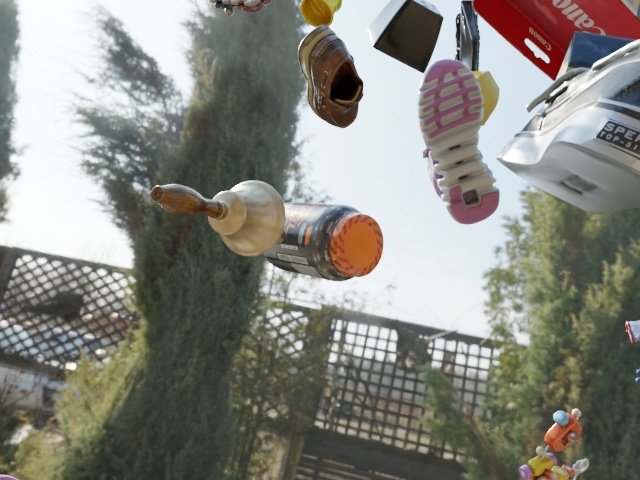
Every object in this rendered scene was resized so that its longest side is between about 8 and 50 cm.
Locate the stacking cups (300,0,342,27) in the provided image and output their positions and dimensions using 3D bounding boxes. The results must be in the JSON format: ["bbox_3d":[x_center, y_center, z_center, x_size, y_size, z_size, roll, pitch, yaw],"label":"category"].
[{"bbox_3d":[0.046,-0.713,1.437,0.096,0.316,0.096,18,-28,10],"label":"stacking cups"}]

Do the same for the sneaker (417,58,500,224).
[{"bbox_3d":[0.189,-0.143,0.780,0.095,0.236,0.104,-16,16,-1],"label":"sneaker"}]

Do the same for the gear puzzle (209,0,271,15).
[{"bbox_3d":[-0.110,-0.642,1.333,0.175,0.339,0.044,22,-38,35],"label":"gear puzzle"}]

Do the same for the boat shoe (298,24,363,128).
[{"bbox_3d":[0.021,-0.187,0.662,0.060,0.064,0.178,47,-4,21],"label":"boat shoe"}]

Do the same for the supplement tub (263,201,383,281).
[{"bbox_3d":[0.000,0.000,1.462,0.207,0.207,0.338,24,-11,-38],"label":"supplement tub"}]

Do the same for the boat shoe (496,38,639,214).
[{"bbox_3d":[0.227,-0.093,0.441,0.113,0.105,0.306,32,8,12],"label":"boat shoe"}]

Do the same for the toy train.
[{"bbox_3d":[0.358,0.328,0.769,0.166,0.125,0.046,57,-10,-31],"label":"toy train"}]

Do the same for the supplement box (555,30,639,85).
[{"bbox_3d":[0.331,-0.193,0.634,0.083,0.056,0.083,15,-28,14],"label":"supplement box"}]

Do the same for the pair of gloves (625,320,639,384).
[{"bbox_3d":[0.664,0.206,0.979,0.159,0.198,0.023,-19,-50,32],"label":"pair of gloves"}]

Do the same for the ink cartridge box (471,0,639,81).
[{"bbox_3d":[0.403,-0.402,0.822,0.309,0.272,0.130,26,-21,-25],"label":"ink cartridge box"}]

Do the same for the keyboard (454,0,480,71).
[{"bbox_3d":[0.325,-0.389,1.164,0.033,0.202,0.317,-9,-26,9],"label":"keyboard"}]

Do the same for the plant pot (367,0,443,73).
[{"bbox_3d":[0.274,-0.662,1.640,0.187,0.188,0.167,21,-56,-17],"label":"plant pot"}]

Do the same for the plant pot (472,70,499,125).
[{"bbox_3d":[0.295,-0.280,1.017,0.081,0.083,0.081,47,-9,-28],"label":"plant pot"}]

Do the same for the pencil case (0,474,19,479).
[{"bbox_3d":[-0.403,0.306,0.490,0.284,0.124,0.124,-20,-25,17],"label":"pencil case"}]

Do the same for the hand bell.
[{"bbox_3d":[-0.156,-0.045,0.758,0.126,0.126,0.242,7,-2,21],"label":"hand bell"}]
